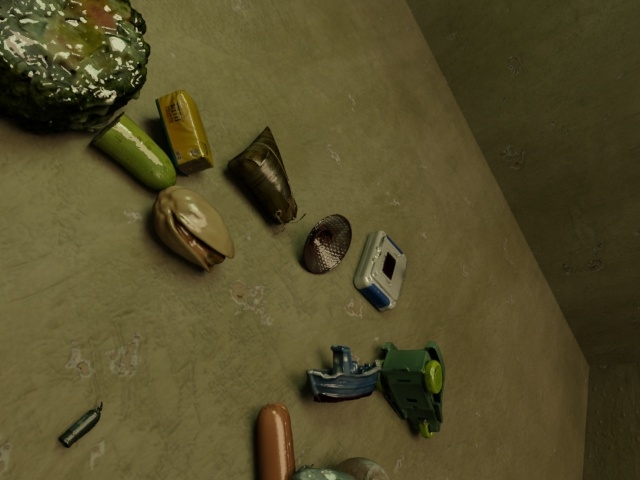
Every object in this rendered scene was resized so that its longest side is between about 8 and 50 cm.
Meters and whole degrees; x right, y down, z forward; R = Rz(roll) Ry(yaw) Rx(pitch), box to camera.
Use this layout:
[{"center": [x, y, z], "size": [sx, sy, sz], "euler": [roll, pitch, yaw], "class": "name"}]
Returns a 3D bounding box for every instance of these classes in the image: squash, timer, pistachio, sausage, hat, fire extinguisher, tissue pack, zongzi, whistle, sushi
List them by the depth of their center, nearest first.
[{"center": [-0.415, 0.325, 0.804], "size": [0.083, 0.025, 0.037], "euler": [-47, 147, -47], "class": "fire extinguisher"}, {"center": [-0.499, -0.370, 0.891], "size": [0.294, 0.178, 0.352], "euler": [53, 42, -16], "class": "sushi"}, {"center": [-0.392, -0.184, 1.008], "size": [0.188, 0.095, 0.095], "euler": [46, 45, -30], "class": "squash"}, {"center": [-0.283, -0.027, 1.026], "size": [0.215, 0.144, 0.143], "euler": [56, 40, -30], "class": "pistachio"}, {"center": [-0.097, 0.516, 1.026], "size": [0.086, 0.086, 0.288], "euler": [12, 66, -45], "class": "sausage"}, {"center": [0.044, 0.604, 1.076], "size": [0.348, 0.189, 0.189], "euler": [33, 51, -39], "class": "whistle"}, {"center": [-0.317, -0.251, 1.083], "size": [0.120, 0.082, 0.169], "euler": [100, -28, -85], "class": "tissue pack"}, {"center": [-0.122, -0.181, 1.299], "size": [0.247, 0.111, 0.241], "euler": [55, 35, -23], "class": "zongzi"}, {"center": [0.000, 0.000, 1.376], "size": [0.193, 0.082, 0.192], "euler": [-23, 127, -36], "class": "hat"}, {"center": [0.216, 0.100, 1.568], "size": [0.178, 0.078, 0.253], "euler": [45, 46, -25], "class": "timer"}]

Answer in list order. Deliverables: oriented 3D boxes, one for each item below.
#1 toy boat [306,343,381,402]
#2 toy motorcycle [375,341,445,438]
[{"center": [0.072, 0.355, 1.249], "size": [0.309, 0.129, 0.142], "euler": [10, 81, -47], "class": "toy boat"}, {"center": [0.316, 0.463, 1.460], "size": [0.326, 0.191, 0.199], "euler": [65, 34, -28], "class": "toy motorcycle"}]
